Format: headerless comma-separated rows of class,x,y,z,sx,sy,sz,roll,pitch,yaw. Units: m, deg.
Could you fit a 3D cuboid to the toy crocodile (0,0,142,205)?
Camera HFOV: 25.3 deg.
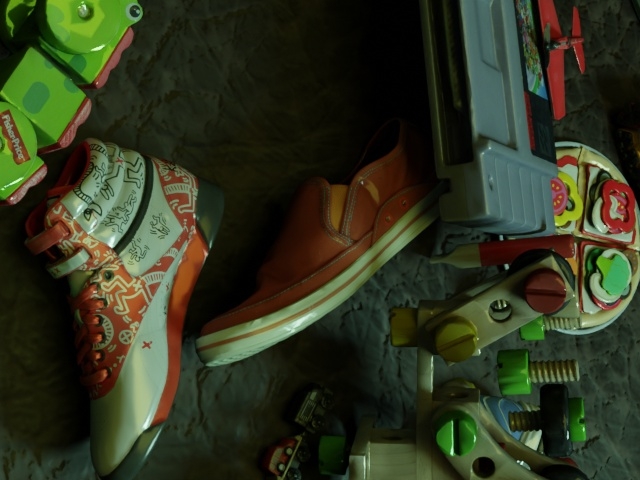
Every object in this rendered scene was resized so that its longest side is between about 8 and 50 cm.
toy crocodile,-0.224,-0.116,1.118,0.105,0.115,0.340,41,67,-29

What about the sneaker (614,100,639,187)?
sneaker,0.398,-0.050,1.526,0.092,0.088,0.225,-20,96,-34

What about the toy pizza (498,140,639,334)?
toy pizza,0.267,-0.004,1.468,0.201,0.032,0.201,4,82,-33

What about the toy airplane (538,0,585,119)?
toy airplane,0.243,-0.196,1.429,0.151,0.028,0.151,-6,90,-69

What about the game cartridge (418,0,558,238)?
game cartridge,0.157,-0.184,1.334,0.230,0.068,0.355,6,77,-61

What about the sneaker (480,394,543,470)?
sneaker,0.146,0.245,1.348,0.081,0.080,0.211,23,71,-6

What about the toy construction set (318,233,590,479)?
toy construction set,0.114,0.113,1.265,0.309,0.237,0.257,-79,161,-53

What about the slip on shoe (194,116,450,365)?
slip on shoe,0.000,0.000,1.251,0.331,0.123,0.101,-41,98,-34

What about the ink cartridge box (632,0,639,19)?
ink cartridge box,0.435,-0.303,1.593,0.209,0.062,0.109,-31,101,-32

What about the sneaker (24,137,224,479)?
sneaker,-0.180,0.051,1.143,0.145,0.090,0.270,25,68,-27

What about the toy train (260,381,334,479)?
toy train,-0.033,0.196,1.255,0.036,0.027,0.158,35,67,-21
